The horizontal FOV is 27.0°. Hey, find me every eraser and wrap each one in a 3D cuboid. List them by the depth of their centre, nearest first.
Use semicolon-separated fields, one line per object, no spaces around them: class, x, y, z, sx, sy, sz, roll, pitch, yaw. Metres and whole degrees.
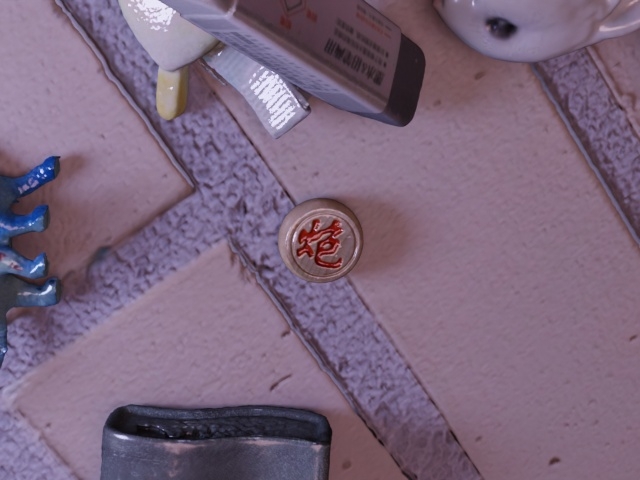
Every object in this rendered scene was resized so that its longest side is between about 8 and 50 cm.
eraser;-0.018;-0.187;1.139;0.352;0.061;0.089;25;74;-54

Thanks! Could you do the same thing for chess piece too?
chess piece;0.000;0.000;1.289;0.084;0.038;0.083;-2;104;-8

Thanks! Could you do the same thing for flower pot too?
flower pot;-0.102;0.225;1.298;0.229;0.103;0.108;3;104;-9

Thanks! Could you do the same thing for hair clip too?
hair clip;-0.104;-0.179;1.213;0.218;0.071;0.159;42;116;-14

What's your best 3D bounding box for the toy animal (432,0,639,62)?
toy animal;0.248;-0.321;1.187;0.258;0.194;0.357;0;123;-34

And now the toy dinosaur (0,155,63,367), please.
toy dinosaur;-0.299;0.003;1.222;0.144;0.076;0.329;-11;104;1
